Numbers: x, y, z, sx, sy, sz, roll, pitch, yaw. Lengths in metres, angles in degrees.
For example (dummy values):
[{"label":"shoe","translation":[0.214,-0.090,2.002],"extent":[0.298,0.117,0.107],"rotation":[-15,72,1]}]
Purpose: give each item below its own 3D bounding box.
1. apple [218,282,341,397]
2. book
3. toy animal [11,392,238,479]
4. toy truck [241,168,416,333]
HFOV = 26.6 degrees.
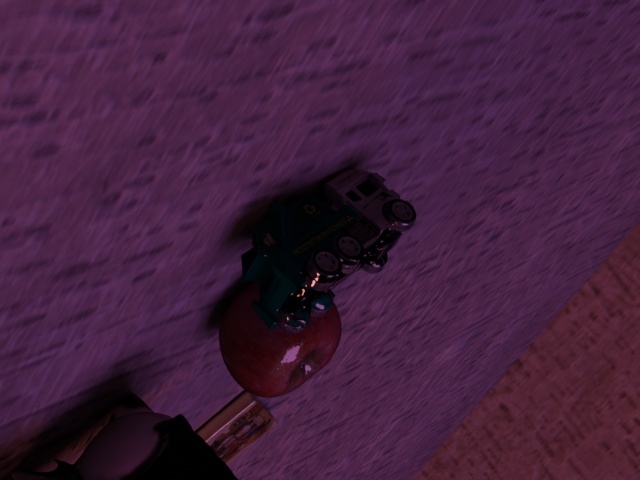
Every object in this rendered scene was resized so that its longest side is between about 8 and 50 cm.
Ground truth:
[{"label":"apple","translation":[-0.050,0.107,1.610],"extent":[0.153,0.120,0.153],"rotation":[-35,156,-19]},{"label":"book","translation":[-0.186,0.333,2.019],"extent":[0.264,0.027,0.202],"rotation":[-40,163,-5]},{"label":"toy animal","translation":[-0.247,0.347,1.530],"extent":[0.310,0.251,0.251],"rotation":[-40,163,-21]},{"label":"toy truck","translation":[0.000,0.000,1.476],"extent":[0.216,0.116,0.110],"rotation":[-35,164,-42]}]
